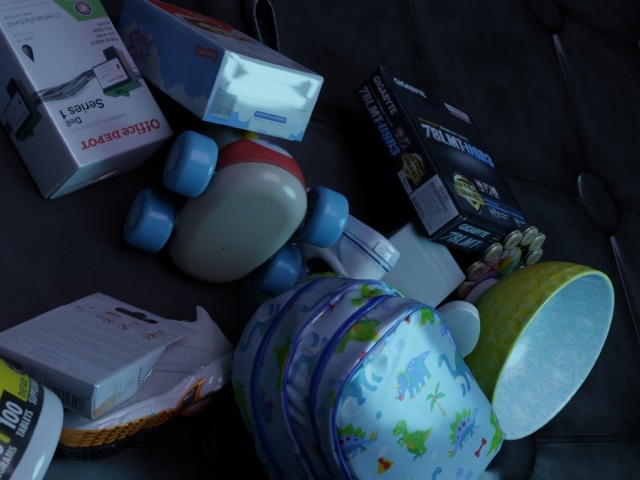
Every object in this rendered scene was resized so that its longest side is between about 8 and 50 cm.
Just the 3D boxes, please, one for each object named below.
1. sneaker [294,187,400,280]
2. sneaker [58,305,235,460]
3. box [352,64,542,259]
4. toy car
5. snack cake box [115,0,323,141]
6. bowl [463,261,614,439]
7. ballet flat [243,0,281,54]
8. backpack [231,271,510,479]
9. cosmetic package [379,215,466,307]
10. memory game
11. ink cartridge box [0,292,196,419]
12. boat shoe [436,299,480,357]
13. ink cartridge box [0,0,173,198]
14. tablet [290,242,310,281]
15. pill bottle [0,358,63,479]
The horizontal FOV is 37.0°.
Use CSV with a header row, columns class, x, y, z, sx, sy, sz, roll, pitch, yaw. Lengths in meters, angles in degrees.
class,x,y,z,sx,sy,sz,roll,pitch,yaw
sneaker,0.000,0.000,1.263,0.091,0.258,0.094,-49,121,-6
sneaker,-0.200,0.151,1.066,0.262,0.099,0.121,-18,69,-52
box,0.208,-0.114,1.536,0.295,0.073,0.293,15,47,-53
toy car,-0.108,-0.087,1.210,0.219,0.210,0.238,21,42,-26
snack cake box,-0.138,-0.222,1.210,0.152,0.089,0.264,7,22,-41
bowl,0.302,0.143,1.476,0.289,0.290,0.156,-2,27,-45
ballet flat,-0.080,-0.324,1.461,0.057,0.049,0.173,9,62,-42
backpack,0.057,0.200,1.104,0.290,0.273,0.356,-37,102,-22
cosmetic package,0.095,0.068,1.382,0.238,0.107,0.127,-32,91,-45
memory game,0.287,0.050,1.527,0.186,0.186,0.012,-3,43,-45
ink cartridge box,-0.241,0.116,1.016,0.179,0.145,0.045,-23,128,-62
boat shoe,0.157,0.141,1.328,0.077,0.219,0.070,21,46,-6
ink cartridge box,-0.299,-0.180,1.137,0.160,0.092,0.219,-30,90,-48
tablet,-0.025,0.028,1.356,0.083,0.006,0.054,-14,79,-48
pill bottle,-0.401,0.128,0.796,0.334,0.188,0.188,38,46,-23
